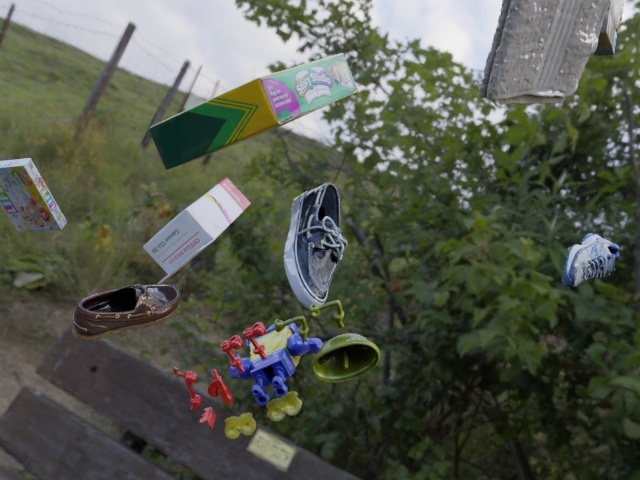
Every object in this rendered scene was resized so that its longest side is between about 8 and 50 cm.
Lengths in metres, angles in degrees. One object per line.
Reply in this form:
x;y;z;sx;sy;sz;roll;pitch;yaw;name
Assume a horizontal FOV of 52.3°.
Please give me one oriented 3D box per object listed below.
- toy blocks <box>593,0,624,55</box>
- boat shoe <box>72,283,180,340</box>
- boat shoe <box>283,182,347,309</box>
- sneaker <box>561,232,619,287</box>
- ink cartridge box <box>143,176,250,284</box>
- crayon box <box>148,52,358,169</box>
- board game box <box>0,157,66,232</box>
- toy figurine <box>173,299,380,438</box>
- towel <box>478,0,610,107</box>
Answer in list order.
0.651;-0.592;1.527;0.190;0.382;0.261;7;3;29;toy blocks
-0.332;0.114;1.146;0.073;0.073;0.207;39;36;26;boat shoe
0.003;0.002;1.344;0.104;0.306;0.113;-29;-56;28;boat shoe
0.392;0.030;0.938;0.058;0.052;0.135;20;38;35;sneaker
-0.205;-0.018;1.059;0.067;0.115;0.198;48;27;-8;ink cartridge box
-0.135;-0.286;1.423;0.313;0.106;0.363;-13;14;33;crayon box
-0.576;-0.085;1.268;0.103;0.026;0.154;-3;-51;16;board game box
-0.079;0.193;1.251;0.191;0.362;0.217;59;13;-20;toy figurine
0.354;-0.344;1.001;0.187;0.282;0.049;-8;34;-24;towel
